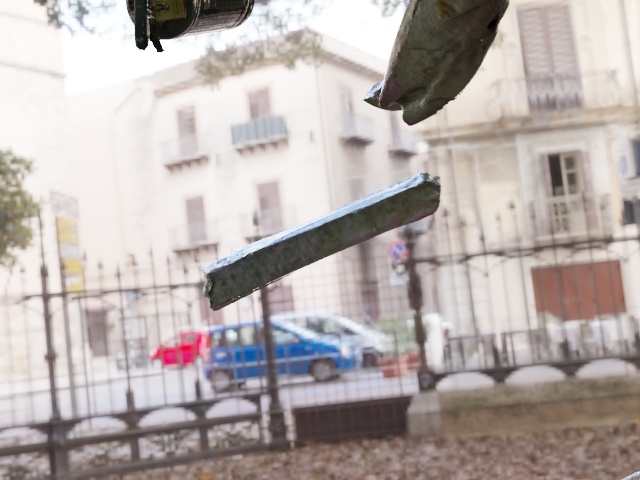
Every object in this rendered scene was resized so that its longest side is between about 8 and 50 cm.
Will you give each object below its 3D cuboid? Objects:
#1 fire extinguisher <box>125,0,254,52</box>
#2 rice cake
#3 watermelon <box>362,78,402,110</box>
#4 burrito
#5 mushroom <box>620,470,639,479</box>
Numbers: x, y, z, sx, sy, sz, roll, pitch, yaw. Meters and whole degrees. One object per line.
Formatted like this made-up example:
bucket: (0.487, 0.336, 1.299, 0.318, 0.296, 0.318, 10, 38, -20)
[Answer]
fire extinguisher: (-0.179, -0.311, 1.316, 0.095, 0.114, 0.311, -4, 12, 17)
rice cake: (0.000, 0.000, 0.781, 0.211, 0.034, 0.043, -23, 14, 14)
watermelon: (0.158, -0.276, 1.674, 0.139, 0.071, 0.187, -37, 8, 49)
burrito: (0.125, -0.214, 0.893, 0.096, 0.066, 0.309, 10, -35, -7)
mushroom: (0.278, 0.161, 0.628, 0.043, 0.068, 0.306, -27, 4, -40)
